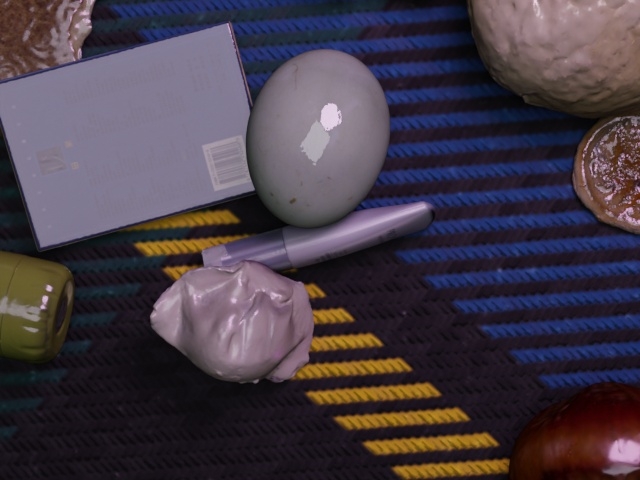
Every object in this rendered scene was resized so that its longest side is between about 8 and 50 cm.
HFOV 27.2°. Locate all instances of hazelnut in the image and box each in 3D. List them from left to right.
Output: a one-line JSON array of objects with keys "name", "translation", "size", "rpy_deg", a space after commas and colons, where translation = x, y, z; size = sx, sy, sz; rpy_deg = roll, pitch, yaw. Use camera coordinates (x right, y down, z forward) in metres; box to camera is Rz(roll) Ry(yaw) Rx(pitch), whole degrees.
[{"name": "hazelnut", "translation": [0.291, 0.231, 1.367], "size": [0.204, 0.178, 0.178], "rpy_deg": [-27, 88, 31]}]

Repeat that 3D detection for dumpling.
[{"name": "dumpling", "translation": [-0.083, 0.084, 1.393], "size": [0.188, 0.108, 0.127], "rpy_deg": [20, 113, -20]}]

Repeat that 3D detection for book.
[{"name": "book", "translation": [-0.203, -0.113, 1.432], "size": [0.269, 0.025, 0.190], "rpy_deg": [-15, 97, -1]}]

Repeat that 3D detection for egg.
[{"name": "egg", "translation": [-0.003, -0.106, 1.381], "size": [0.149, 0.149, 0.192], "rpy_deg": [14, 80, 2]}]

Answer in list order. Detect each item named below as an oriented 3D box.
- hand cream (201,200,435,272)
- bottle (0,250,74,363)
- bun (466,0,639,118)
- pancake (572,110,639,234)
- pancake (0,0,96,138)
[{"name": "hand cream", "translation": [0.000, 0.000, 1.423], "size": [0.255, 0.079, 0.048], "rpy_deg": [-13, 81, 5]}, {"name": "bottle", "translation": [-0.401, 0.056, 1.408], "size": [0.260, 0.112, 0.112], "rpy_deg": [11, 89, 2]}, {"name": "bun", "translation": [0.298, -0.303, 1.343], "size": [0.352, 0.227, 0.349], "rpy_deg": [-40, 90, 2]}, {"name": "pancake", "translation": [0.342, -0.076, 1.437], "size": [0.140, 0.022, 0.139], "rpy_deg": [0, 89, 2]}, {"name": "pancake", "translation": [-0.312, -0.253, 1.452], "size": [0.288, 0.033, 0.286], "rpy_deg": [-43, 87, 0]}]
